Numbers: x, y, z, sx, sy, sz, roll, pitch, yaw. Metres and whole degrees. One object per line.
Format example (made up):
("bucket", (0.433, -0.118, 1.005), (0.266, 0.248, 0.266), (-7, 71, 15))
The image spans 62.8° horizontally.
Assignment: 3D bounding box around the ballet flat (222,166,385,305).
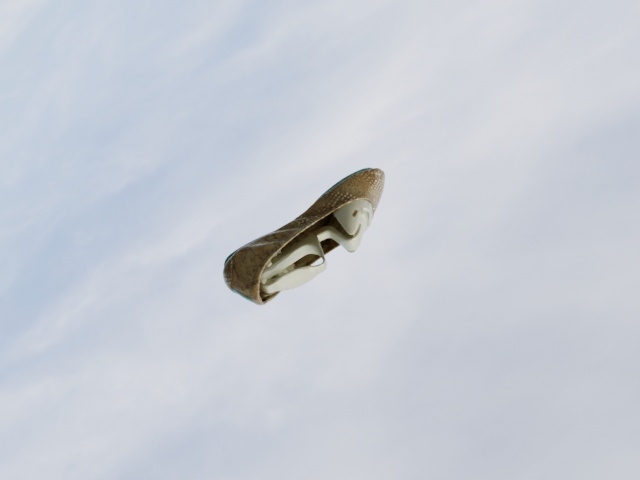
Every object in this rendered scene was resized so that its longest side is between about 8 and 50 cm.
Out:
("ballet flat", (0.000, 0.000, 0.538), (0.206, 0.073, 0.067), (-36, -128, -12))
